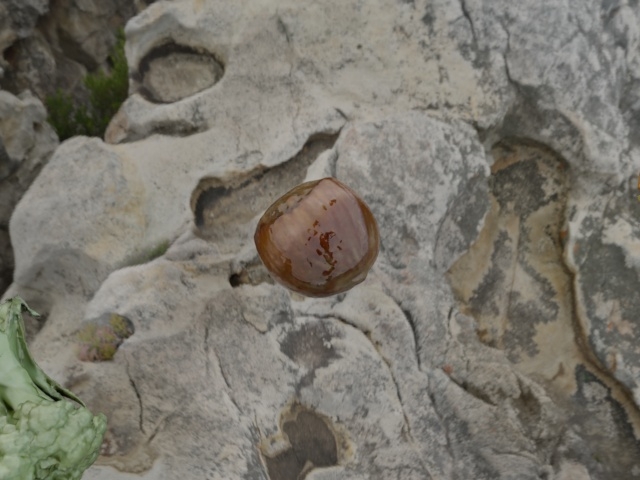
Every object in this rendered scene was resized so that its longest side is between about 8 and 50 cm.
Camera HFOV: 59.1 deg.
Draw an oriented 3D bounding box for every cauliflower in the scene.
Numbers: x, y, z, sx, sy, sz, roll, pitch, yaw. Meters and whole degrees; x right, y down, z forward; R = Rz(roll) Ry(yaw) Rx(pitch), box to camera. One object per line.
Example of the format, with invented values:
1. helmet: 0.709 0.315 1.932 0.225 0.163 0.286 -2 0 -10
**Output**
1. cauliflower: -0.438 0.237 0.719 0.326 0.260 0.281 -23 95 5

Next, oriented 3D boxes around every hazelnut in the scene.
1. hazelnut: 0.000 0.000 0.960 0.214 0.176 0.215 -3 71 10

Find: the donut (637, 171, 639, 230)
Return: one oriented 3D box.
1. donut: 0.253 -0.057 0.320 0.166 0.065 0.117 -17 103 -13
